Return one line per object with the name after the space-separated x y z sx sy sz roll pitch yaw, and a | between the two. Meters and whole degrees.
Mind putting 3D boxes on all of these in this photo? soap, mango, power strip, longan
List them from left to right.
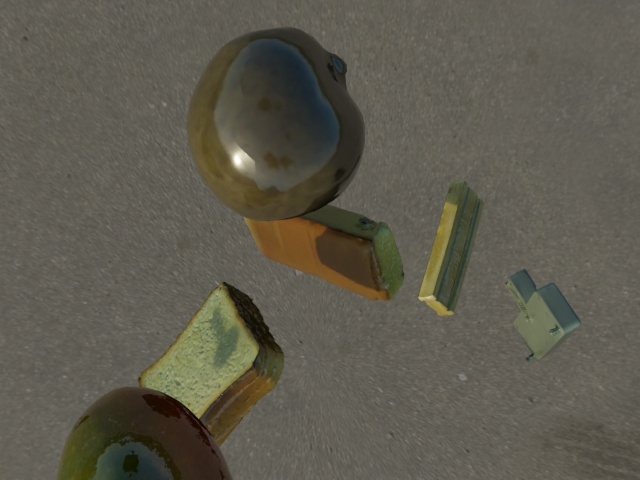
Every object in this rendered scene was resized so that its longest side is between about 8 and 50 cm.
-0.122 0.237 0.559 0.129 0.146 0.289 -28 56 11 | mango
-0.071 -0.178 1.143 0.298 0.297 0.297 0 81 0 | longan
0.254 0.015 1.426 0.037 0.092 0.252 1 64 42 | soap
0.379 0.126 1.320 0.061 0.215 0.145 -25 68 -7 | power strip

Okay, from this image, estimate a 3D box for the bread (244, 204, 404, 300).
-0.001 0.000 1.331 0.077 0.361 0.138 -38 126 -28 | bread

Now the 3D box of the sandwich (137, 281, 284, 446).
-0.158 0.186 1.048 0.214 0.065 0.186 -50 42 9 | sandwich
